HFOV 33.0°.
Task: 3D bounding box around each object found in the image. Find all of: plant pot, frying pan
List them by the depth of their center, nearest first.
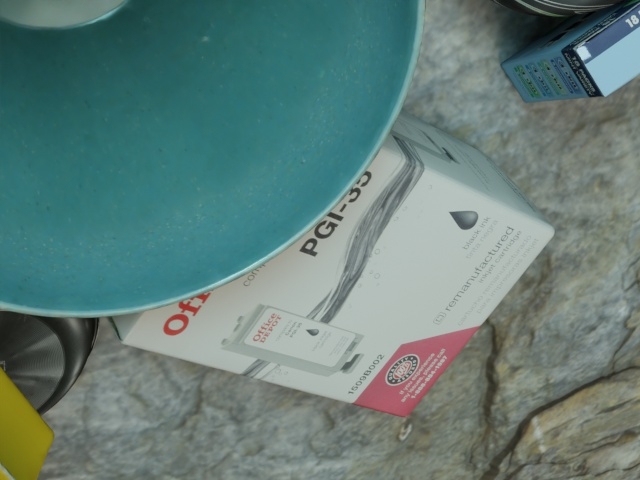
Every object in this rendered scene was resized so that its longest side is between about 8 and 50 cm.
[{"bbox_3d":[-0.118,-0.133,0.562,0.290,0.195,0.290,-15,132,-18],"label":"plant pot"},{"bbox_3d":[-0.221,0.031,0.748,0.197,0.053,0.326,13,122,-37],"label":"frying pan"}]

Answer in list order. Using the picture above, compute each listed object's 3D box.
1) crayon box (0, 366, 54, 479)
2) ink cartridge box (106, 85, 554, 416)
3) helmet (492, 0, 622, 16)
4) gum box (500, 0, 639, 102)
[{"bbox_3d":[-0.296,0.082,0.598,0.322,0.083,0.203,0,138,20],"label":"crayon box"},{"bbox_3d":[0.000,0.000,0.793,0.283,0.117,0.207,20,114,-39],"label":"ink cartridge box"},{"bbox_3d":[0.155,-0.220,0.671,0.169,0.169,0.161,-40,119,5],"label":"helmet"},{"bbox_3d":[0.221,-0.156,0.755,0.157,0.184,0.041,-34,97,-1],"label":"gum box"}]
